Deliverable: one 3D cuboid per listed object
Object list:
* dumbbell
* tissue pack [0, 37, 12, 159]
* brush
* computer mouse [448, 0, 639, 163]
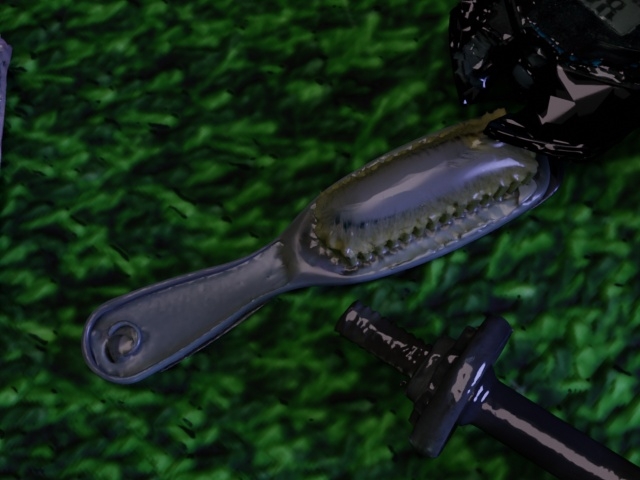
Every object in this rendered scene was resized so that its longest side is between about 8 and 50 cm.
[{"bbox_3d":[0.118,0.102,0.464,0.254,0.081,0.081,31,80,14],"label":"dumbbell"},{"bbox_3d":[-0.329,-0.049,0.537,0.271,0.124,0.201,-4,75,7],"label":"tissue pack"},{"bbox_3d":[0.000,0.000,0.516,0.297,0.060,0.068,-26,75,-1],"label":"brush"},{"bbox_3d":[0.171,-0.129,0.518,0.242,0.077,0.146,-36,71,-14],"label":"computer mouse"}]
